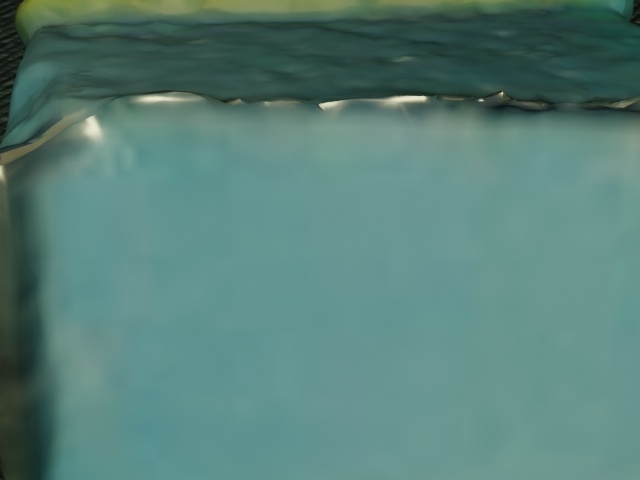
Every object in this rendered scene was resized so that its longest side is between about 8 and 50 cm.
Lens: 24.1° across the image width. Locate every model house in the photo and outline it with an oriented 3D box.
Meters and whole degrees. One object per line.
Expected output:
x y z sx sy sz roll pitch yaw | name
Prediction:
0.000 0.000 0.553 0.237 0.216 0.303 -2 27 -6 | model house
